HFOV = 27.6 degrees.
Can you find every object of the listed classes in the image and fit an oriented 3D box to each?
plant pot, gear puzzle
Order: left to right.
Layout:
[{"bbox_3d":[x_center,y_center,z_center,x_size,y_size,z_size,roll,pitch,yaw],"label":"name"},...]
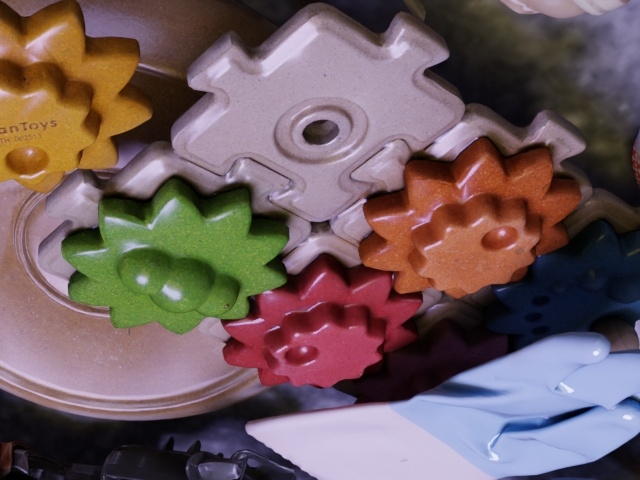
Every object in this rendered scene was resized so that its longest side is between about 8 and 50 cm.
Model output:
[{"bbox_3d":[-0.091,-0.003,0.564,0.236,0.032,0.236,1,126,2],"label":"plant pot"},{"bbox_3d":[0.000,0.000,0.484,0.339,0.044,0.175,27,128,-39],"label":"gear puzzle"}]

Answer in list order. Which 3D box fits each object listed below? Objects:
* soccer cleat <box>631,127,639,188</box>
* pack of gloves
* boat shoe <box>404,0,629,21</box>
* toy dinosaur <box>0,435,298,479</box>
[{"bbox_3d":[0.141,-0.041,0.521,0.029,0.035,0.083,-2,125,4],"label":"soccer cleat"},{"bbox_3d":[0.113,0.092,0.549,0.195,0.046,0.232,37,145,-24],"label":"pack of gloves"},{"bbox_3d":[-0.011,-0.165,0.408,0.285,0.104,0.089,41,126,-19],"label":"boat shoe"},{"bbox_3d":[-0.131,0.162,0.611,0.218,0.164,0.322,6,158,26],"label":"toy dinosaur"}]
